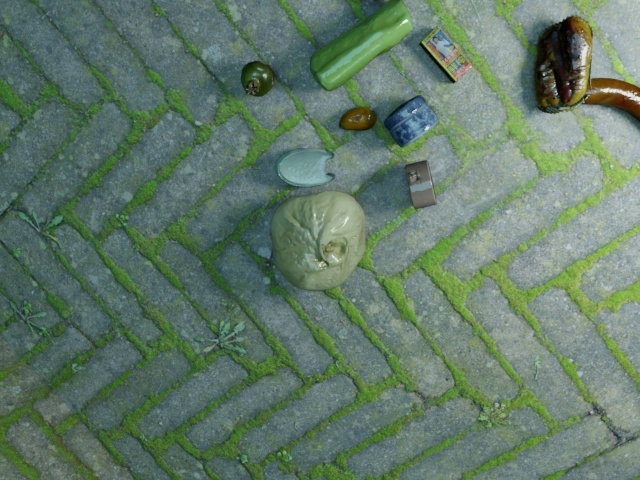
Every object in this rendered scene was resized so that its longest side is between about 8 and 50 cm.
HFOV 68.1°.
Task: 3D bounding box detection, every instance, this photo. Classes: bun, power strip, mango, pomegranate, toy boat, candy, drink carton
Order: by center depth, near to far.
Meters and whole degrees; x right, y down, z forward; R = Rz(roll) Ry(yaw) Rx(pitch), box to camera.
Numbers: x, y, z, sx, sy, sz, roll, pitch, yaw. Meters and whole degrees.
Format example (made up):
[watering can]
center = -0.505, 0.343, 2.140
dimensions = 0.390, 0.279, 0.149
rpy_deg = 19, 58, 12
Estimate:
[candy]
center = 0.121, -0.602, 1.464
dimensions = 0.343, 0.142, 0.132
rpy_deg = -32, 85, 16
[drink carton]
center = 0.387, -0.574, 1.467
dimensions = 0.071, 0.056, 0.166
rpy_deg = -42, 95, 10
[power strip]
center = 0.326, -0.182, 1.534
dimensions = 0.078, 0.154, 0.154
rpy_deg = -11, 103, 15
[pomegranate]
center = -0.210, -0.521, 1.545
dimensions = 0.114, 0.142, 0.115
rpy_deg = 5, 131, 5
[mango]
center = 0.120, -0.397, 1.560
dimensions = 0.126, 0.063, 0.077
rpy_deg = -6, 112, 13
[bun]
center = 0.000, 0.000, 1.582
dimensions = 0.360, 0.213, 0.362
rpy_deg = -2, 105, -9
[toy boat]
center = -0.053, -0.253, 1.635
dimensions = 0.207, 0.079, 0.134
rpy_deg = -5, 112, 0

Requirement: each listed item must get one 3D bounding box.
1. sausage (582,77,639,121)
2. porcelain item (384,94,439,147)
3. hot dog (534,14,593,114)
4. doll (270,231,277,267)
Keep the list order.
[sausage]
center = 0.903, -0.412, 1.407
dimensions = 0.301, 0.076, 0.103
rpy_deg = 25, 108, 2
[porcelain item]
center = 0.283, -0.377, 1.492
dimensions = 0.147, 0.147, 0.114
rpy_deg = -34, 96, 17
[hot dog]
center = 0.705, -0.510, 1.387
dimensions = 0.162, 0.081, 0.271
rpy_deg = 11, 108, 51
[doll]
center = -0.138, 0.000, 1.713
dimensions = 0.102, 0.075, 0.228
rpy_deg = 13, 119, 16
